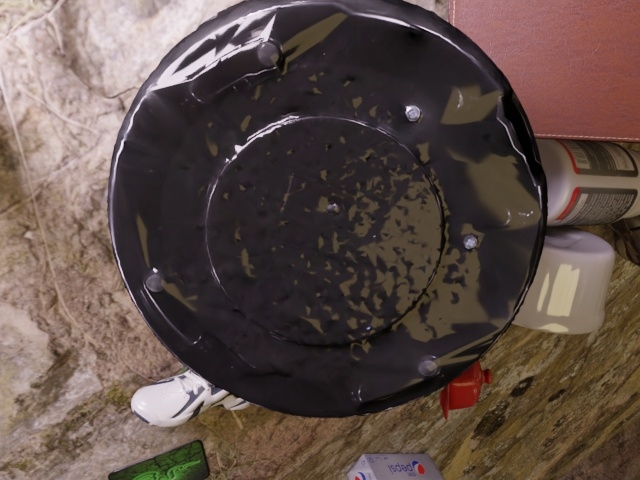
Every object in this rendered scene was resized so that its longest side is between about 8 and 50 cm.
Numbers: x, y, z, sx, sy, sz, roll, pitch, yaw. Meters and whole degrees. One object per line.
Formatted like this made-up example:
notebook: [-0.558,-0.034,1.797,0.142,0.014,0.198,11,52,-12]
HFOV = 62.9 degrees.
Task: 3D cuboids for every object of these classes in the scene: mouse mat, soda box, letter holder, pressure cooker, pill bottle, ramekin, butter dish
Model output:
mouse mat: [-0.331,0.491,1.094,0.189,0.007,0.153,-15,130,-18]
soda box: [0.216,0.667,1.470,0.286,0.098,0.091,18,115,-38]
letter holder: [0.326,-0.258,0.670,0.301,0.152,0.215,6,132,20]
pressure cooker: [0.010,-0.061,0.589,0.369,0.420,0.375,-36,104,14]
pill bottle: [0.483,-0.107,0.976,0.283,0.161,0.161,-1,125,-28]
ramekin: [0.385,0.044,0.953,0.277,0.277,0.135,-1,110,-28]
butter dish: [0.333,0.310,1.202,0.118,0.160,0.160,0,131,10]

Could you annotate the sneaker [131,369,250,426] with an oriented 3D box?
sneaker: [-0.198,0.230,0.906,0.234,0.094,0.153,6,120,-32]

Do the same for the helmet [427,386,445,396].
helmet: [0.203,0.250,1.106,0.169,0.169,0.162,-18,111,-16]

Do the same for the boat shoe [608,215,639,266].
boat shoe: [0.756,-0.034,1.204,0.132,0.130,0.355,-45,133,9]
